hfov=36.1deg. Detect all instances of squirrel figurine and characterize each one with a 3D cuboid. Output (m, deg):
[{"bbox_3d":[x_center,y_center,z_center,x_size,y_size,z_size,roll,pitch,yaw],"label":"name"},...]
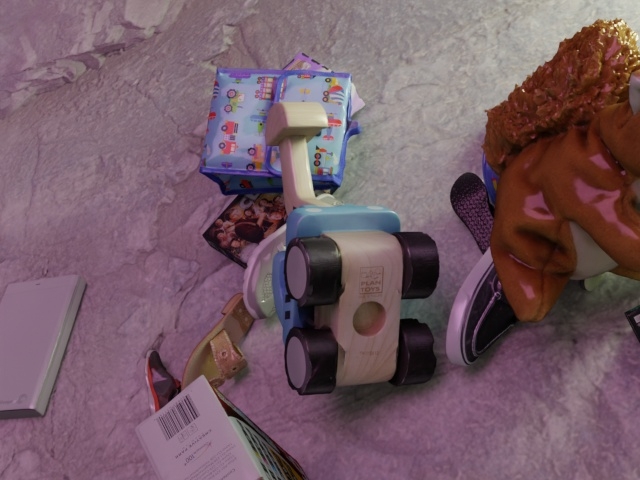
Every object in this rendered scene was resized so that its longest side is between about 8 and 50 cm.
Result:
[{"bbox_3d":[0.399,-0.139,1.373,0.281,0.370,0.397,-7,60,-22],"label":"squirrel figurine"}]

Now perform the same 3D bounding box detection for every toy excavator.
[{"bbox_3d":[0.000,0.000,1.643,0.222,0.433,0.445,-3,14,-22],"label":"toy excavator"}]

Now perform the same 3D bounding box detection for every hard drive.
[{"bbox_3d":[-0.608,0.218,2.011,0.203,0.040,0.307,-8,52,25],"label":"hard drive"}]

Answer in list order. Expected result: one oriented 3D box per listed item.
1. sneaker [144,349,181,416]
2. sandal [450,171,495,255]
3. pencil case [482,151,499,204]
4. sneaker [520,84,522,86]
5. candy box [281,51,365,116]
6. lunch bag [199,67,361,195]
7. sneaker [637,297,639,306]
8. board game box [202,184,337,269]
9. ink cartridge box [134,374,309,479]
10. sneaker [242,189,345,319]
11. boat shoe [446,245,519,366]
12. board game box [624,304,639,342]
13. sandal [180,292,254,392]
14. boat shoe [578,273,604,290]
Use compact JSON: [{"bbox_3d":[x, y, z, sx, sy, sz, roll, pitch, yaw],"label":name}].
[{"bbox_3d":[-0.283,0.265,1.786,0.065,0.061,0.158,-8,48,-10],"label":"sneaker"},{"bbox_3d":[0.277,-0.037,1.698,0.067,0.040,0.179,-29,61,15],"label":"sandal"},{"bbox_3d":[0.424,-0.137,1.625,0.306,0.119,0.133,-7,55,26],"label":"pencil case"},{"bbox_3d":[0.406,-0.274,1.771,0.208,0.081,0.094,-45,44,-7],"label":"sneaker"},{"bbox_3d":[-0.031,-0.285,2.041,0.165,0.070,0.196,-43,46,-6],"label":"candy box"},{"bbox_3d":[-0.062,-0.208,1.894,0.293,0.138,0.221,2,73,19],"label":"lunch bag"},{"bbox_3d":[0.547,0.077,1.416,0.190,0.083,0.071,-25,45,9],"label":"sneaker"},{"bbox_3d":[-0.098,-0.058,1.924,0.165,0.042,0.243,29,74,42],"label":"board game box"},{"bbox_3d":[-0.089,0.384,1.391,0.130,0.309,0.272,-38,47,-1],"label":"ink cartridge box"},{"bbox_3d":[-0.037,0.026,1.779,0.115,0.105,0.281,18,66,39],"label":"sneaker"},{"bbox_3d":[0.303,0.077,1.549,0.102,0.108,0.301,15,57,39],"label":"boat shoe"},{"bbox_3d":[0.540,0.116,1.374,0.186,0.026,0.126,-27,91,9],"label":"board game box"},{"bbox_3d":[-0.159,0.194,1.733,0.079,0.088,0.240,2,52,38],"label":"sandal"},{"bbox_3d":[0.429,0.021,1.551,0.043,0.049,0.137,5,56,37],"label":"boat shoe"}]
